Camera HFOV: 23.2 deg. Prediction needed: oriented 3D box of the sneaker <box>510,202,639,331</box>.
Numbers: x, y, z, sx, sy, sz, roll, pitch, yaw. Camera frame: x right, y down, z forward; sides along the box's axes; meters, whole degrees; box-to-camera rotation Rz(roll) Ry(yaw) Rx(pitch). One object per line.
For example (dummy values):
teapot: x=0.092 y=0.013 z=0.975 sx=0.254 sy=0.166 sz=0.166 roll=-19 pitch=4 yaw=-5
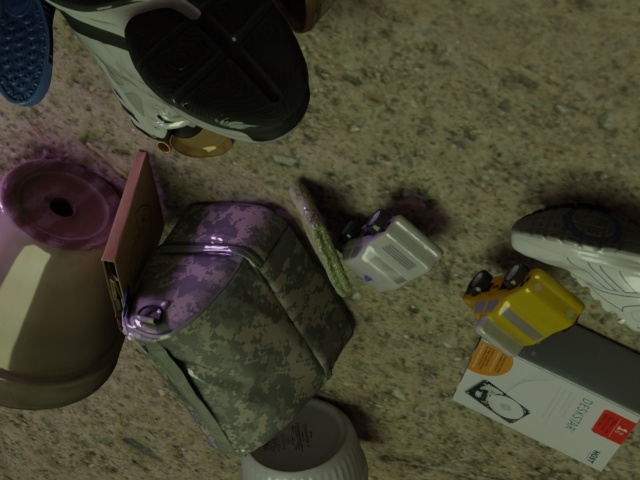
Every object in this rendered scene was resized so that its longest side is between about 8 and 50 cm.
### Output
sneaker: x=0.361 y=0.044 z=1.840 sx=0.297 sy=0.111 sz=0.129 roll=18 pitch=123 yaw=19

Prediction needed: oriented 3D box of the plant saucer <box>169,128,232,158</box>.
plant saucer: x=-0.159 y=-0.136 z=2.083 sx=0.083 sy=0.015 sz=0.083 roll=0 pitch=152 yaw=0

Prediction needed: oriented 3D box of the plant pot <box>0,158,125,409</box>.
plant pot: x=-0.414 y=0.043 z=2.308 sx=0.323 sy=0.323 sz=0.280 roll=30 pitch=129 yaw=0

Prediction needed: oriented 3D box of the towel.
towel: x=0.000 y=0.000 z=2.096 sx=0.027 sy=0.110 sz=0.148 roll=-25 pitch=135 yaw=-2

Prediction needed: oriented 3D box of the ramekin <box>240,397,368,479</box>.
ramekin: x=-0.031 y=0.344 z=2.471 sx=0.207 sy=0.207 sz=0.109 roll=12 pitch=134 yaw=24

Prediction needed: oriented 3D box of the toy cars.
toy cars: x=0.156 y=0.061 z=1.991 sx=0.394 sy=0.087 sz=0.176 roll=22 pitch=158 yaw=33

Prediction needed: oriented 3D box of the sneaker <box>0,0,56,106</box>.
sneaker: x=-0.356 y=-0.267 z=1.911 sx=0.081 sy=0.232 sz=0.090 roll=-10 pitch=166 yaw=13

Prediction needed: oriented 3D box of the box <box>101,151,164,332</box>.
box: x=-0.262 y=0.002 z=2.195 sx=0.021 sy=0.201 sz=0.164 roll=6 pitch=141 yaw=9

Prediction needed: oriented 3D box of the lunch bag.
lunch bag: x=-0.129 y=0.126 z=2.206 sx=0.213 sy=0.256 sz=0.305 roll=2 pitch=137 yaw=35

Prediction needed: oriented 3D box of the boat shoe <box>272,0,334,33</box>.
boat shoe: x=-0.053 y=-0.355 z=1.675 sx=0.105 sy=0.089 sz=0.285 roll=-2 pitch=135 yaw=38

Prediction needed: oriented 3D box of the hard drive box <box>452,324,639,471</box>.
hard drive box: x=0.316 y=0.192 z=2.112 sx=0.232 sy=0.089 sz=0.181 roll=25 pitch=147 yaw=7

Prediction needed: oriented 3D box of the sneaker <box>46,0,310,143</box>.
sneaker: x=-0.138 y=-0.199 z=1.837 sx=0.447 sy=0.169 sz=0.257 roll=38 pitch=167 yaw=37

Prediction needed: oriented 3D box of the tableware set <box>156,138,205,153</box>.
tableware set: x=-0.223 y=-0.177 z=2.091 sx=0.104 sy=0.024 sz=0.154 roll=7 pitch=141 yaw=30
